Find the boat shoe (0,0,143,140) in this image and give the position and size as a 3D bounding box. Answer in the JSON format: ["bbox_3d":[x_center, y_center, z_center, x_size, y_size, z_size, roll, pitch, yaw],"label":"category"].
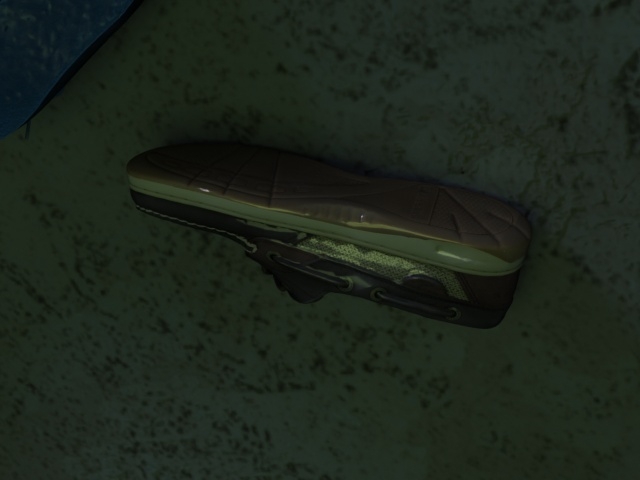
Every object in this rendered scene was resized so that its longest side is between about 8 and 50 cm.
[{"bbox_3d":[-0.195,-0.140,1.241,0.258,0.089,0.109,-27,106,26],"label":"boat shoe"}]

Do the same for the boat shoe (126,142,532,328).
[{"bbox_3d":[0.000,0.000,1.233,0.285,0.103,0.092,11,115,8],"label":"boat shoe"}]
